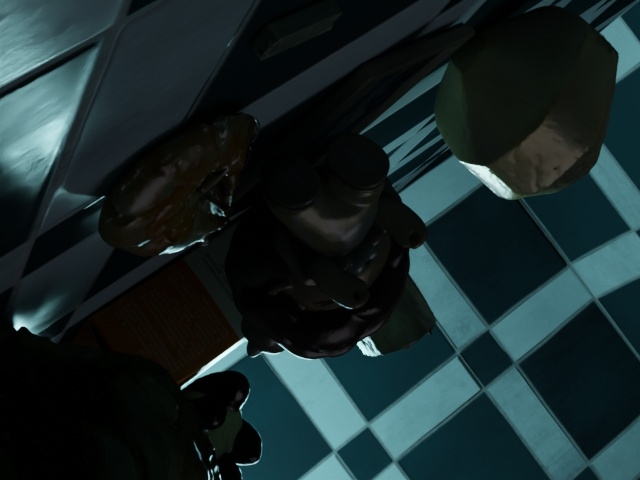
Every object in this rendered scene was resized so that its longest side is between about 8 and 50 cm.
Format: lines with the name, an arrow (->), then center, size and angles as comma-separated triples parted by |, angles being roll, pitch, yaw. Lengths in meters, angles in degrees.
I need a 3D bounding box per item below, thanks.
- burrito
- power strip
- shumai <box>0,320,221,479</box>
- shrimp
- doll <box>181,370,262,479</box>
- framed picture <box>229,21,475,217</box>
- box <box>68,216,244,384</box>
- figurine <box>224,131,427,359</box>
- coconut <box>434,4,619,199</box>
burrito -> 0.048, 0.027, 1.705 | 0.105, 0.299, 0.143 | -27, 162, -9
power strip -> -0.015, -0.146, 0.886 | 0.083, 0.017, 0.027 | -33, 177, -43
shumai -> -0.251, 0.257, 1.279 | 0.395, 0.395, 0.348 | -35, 178, -27
shrimp -> -0.105, -0.043, 1.091 | 0.154, 0.062, 0.294 | -42, 176, 0
doll -> -0.169, 0.274, 1.789 | 0.135, 0.143, 0.234 | -7, -165, 14
framed picture -> 0.014, -0.127, 1.448 | 0.315, 0.024, 0.232 | -40, 174, 40
box -> -0.180, 0.108, 1.797 | 0.341, 0.143, 0.225 | -33, 176, -29
figurine -> 0.000, 0.000, 1.436 | 0.248, 0.203, 0.380 | -41, 166, -15
coconut -> 0.269, -0.186, 1.691 | 0.259, 0.259, 0.259 | -36, 177, -2
